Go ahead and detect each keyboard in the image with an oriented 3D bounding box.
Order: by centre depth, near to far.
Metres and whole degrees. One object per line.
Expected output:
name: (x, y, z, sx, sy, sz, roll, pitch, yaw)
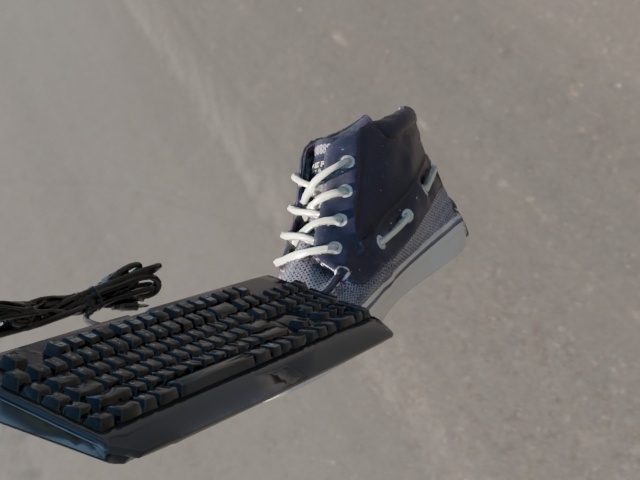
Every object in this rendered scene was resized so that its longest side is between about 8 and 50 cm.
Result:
keyboard: (-0.101, 0.054, 0.699, 0.202, 0.317, 0.033, 13, 102, 25)

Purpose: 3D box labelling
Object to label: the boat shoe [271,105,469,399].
boat shoe: (0.000, 0.000, 1.011, 0.127, 0.340, 0.158, -11, 108, 38)
